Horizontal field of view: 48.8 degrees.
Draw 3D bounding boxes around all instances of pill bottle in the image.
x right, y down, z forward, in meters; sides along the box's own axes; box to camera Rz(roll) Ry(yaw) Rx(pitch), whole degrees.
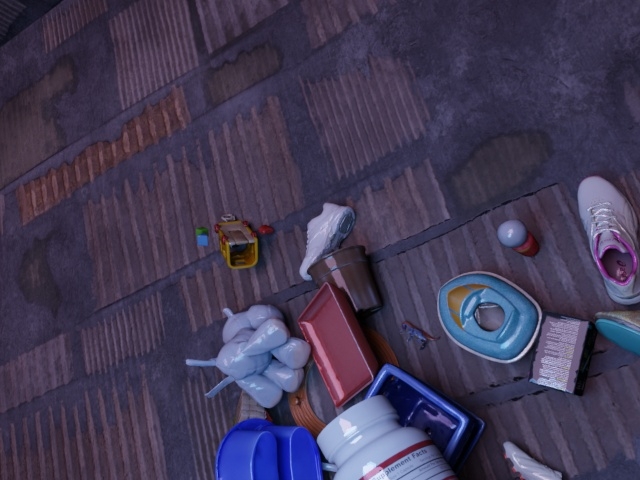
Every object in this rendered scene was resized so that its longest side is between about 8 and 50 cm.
[{"bbox_3d":[0.168,0.516,1.368,0.229,0.229,0.407,-43,61,14],"label":"pill bottle"}]

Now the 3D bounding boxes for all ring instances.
[{"bbox_3d":[0.054,0.378,1.834,0.337,0.032,0.336,-9,73,29],"label":"ring"}]

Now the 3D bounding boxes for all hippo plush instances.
[{"bbox_3d":[-0.176,0.300,1.897,0.294,0.234,0.236,-25,21,-1],"label":"hippo plush"}]

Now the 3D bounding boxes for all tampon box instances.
[{"bbox_3d":[0.529,0.248,1.542,0.102,0.120,0.160,12,82,31],"label":"tampon box"}]

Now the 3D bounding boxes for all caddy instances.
[{"bbox_3d":[-0.131,0.604,1.719,0.179,0.241,0.341,-23,69,44],"label":"caddy"}]

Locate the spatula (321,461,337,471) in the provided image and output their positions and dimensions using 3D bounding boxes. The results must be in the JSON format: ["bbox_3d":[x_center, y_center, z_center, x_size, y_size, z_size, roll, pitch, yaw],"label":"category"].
[{"bbox_3d":[-0.004,0.576,1.814,0.297,0.030,0.084,3,78,31],"label":"spatula"}]

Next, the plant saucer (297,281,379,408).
[{"bbox_3d":[0.046,0.257,1.740,0.258,0.048,0.259,64,152,19],"label":"plant saucer"}]

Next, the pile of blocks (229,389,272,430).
[{"bbox_3d":[-0.196,0.585,1.895,0.113,0.149,0.361,13,94,-11],"label":"pile of blocks"}]

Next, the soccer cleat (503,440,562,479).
[{"bbox_3d":[0.480,0.511,1.538,0.076,0.068,0.196,-42,67,8],"label":"soccer cleat"}]

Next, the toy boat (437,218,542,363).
[{"bbox_3d":[0.401,0.108,1.628,0.268,0.148,0.318,24,87,40],"label":"toy boat"}]

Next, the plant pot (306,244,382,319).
[{"bbox_3d":[0.071,0.122,1.823,0.167,0.167,0.165,-30,71,20],"label":"plant pot"}]

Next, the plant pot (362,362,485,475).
[{"bbox_3d":[0.224,0.442,1.612,0.236,0.212,0.235,31,93,33],"label":"plant pot"}]

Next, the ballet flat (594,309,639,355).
[{"bbox_3d":[0.743,0.217,1.445,0.349,0.123,0.123,31,93,33],"label":"ballet flat"}]

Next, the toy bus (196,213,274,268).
[{"bbox_3d":[-0.248,0.011,2.057,0.191,0.202,0.104,11,113,25],"label":"toy bus"}]

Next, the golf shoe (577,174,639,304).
[{"bbox_3d":[0.636,-0.016,1.542,0.115,0.140,0.306,-24,65,24],"label":"golf shoe"}]

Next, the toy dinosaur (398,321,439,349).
[{"bbox_3d":[0.240,0.233,1.773,0.090,0.047,0.082,-17,55,-10],"label":"toy dinosaur"}]

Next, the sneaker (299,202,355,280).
[{"bbox_3d":[0.000,0.000,1.942,0.115,0.090,0.232,25,81,39],"label":"sneaker"}]
